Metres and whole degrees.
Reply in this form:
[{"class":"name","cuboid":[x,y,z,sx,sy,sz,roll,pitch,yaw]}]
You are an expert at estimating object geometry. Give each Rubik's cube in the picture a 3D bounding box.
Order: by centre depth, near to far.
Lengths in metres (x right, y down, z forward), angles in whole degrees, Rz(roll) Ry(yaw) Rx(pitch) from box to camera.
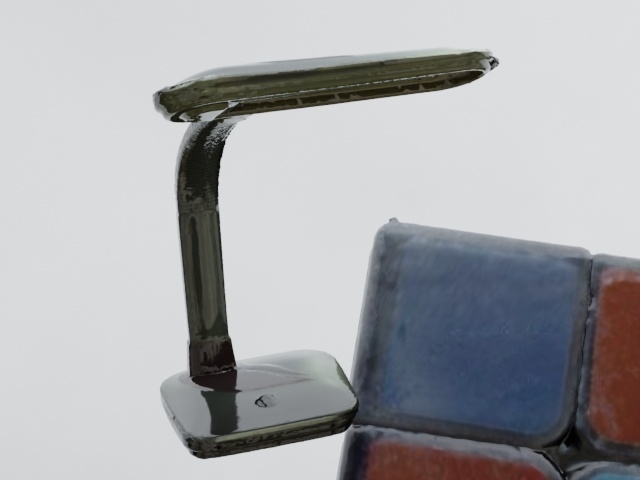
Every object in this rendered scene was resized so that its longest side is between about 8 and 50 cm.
[{"class":"Rubik's cube","cuboid":[0.173,0.190,1.280,0.313,0.318,0.316,8,-16,5]}]

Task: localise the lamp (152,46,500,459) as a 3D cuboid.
[{"class":"lamp","cuboid":[-0.002,-0.005,1.022,0.203,0.124,0.283,-7,-57,-12]}]
